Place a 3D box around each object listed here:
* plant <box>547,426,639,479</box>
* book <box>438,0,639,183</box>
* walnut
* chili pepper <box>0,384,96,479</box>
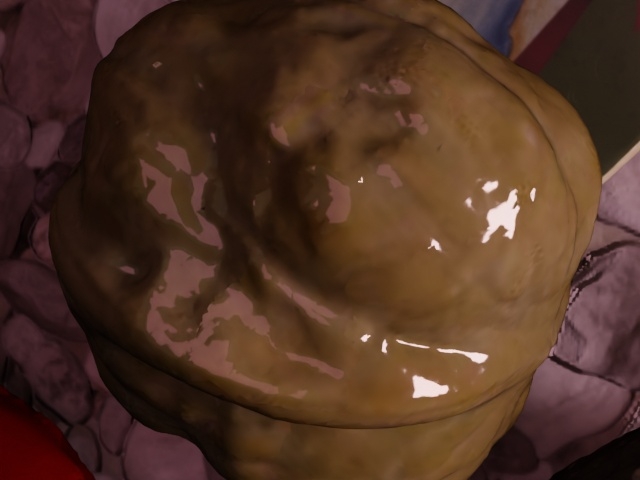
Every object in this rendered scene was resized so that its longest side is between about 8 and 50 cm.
[{"bbox_3d":[0.133,0.207,0.752,0.274,0.149,0.146,-34,77,25],"label":"plant"},{"bbox_3d":[0.111,-0.187,0.756,0.289,0.026,0.201,42,125,2],"label":"book"},{"bbox_3d":[0.001,-0.002,0.746,0.277,0.253,0.282,26,102,22],"label":"walnut"},{"bbox_3d":[-0.212,0.169,0.937,0.387,0.110,0.110,36,106,17],"label":"chili pepper"}]
